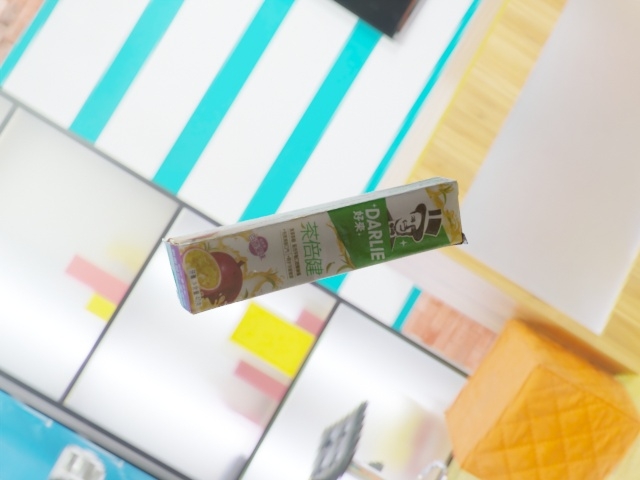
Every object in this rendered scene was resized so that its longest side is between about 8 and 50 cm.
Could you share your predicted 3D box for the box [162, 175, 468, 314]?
[{"bbox_3d":[0.000,0.000,0.667,0.041,0.207,0.050,-151,50,-67],"label":"box"}]
